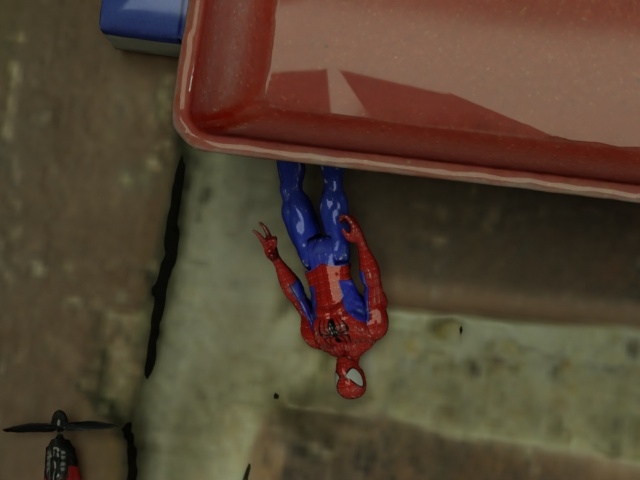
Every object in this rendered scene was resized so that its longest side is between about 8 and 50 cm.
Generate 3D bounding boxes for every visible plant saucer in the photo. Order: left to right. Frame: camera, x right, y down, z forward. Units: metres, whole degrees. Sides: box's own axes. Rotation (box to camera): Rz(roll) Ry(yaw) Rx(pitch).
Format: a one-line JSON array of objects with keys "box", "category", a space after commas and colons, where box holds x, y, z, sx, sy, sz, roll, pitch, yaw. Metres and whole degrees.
[{"box": [0.097, -0.137, 0.546, 0.259, 0.048, 0.258, 7, 82, 7], "category": "plant saucer"}]

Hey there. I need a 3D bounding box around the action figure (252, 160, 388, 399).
[{"box": [0.000, 0.000, 0.580, 0.038, 0.030, 0.115, -13, 91, 18], "category": "action figure"}]

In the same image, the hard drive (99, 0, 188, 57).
[{"box": [0.094, -0.154, 0.594, 0.318, 0.040, 0.210, 8, 82, 6], "category": "hard drive"}]

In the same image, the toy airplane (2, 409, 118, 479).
[{"box": [-0.096, 0.135, 0.574, 0.151, 0.028, 0.151, 0, 81, 3], "category": "toy airplane"}]
